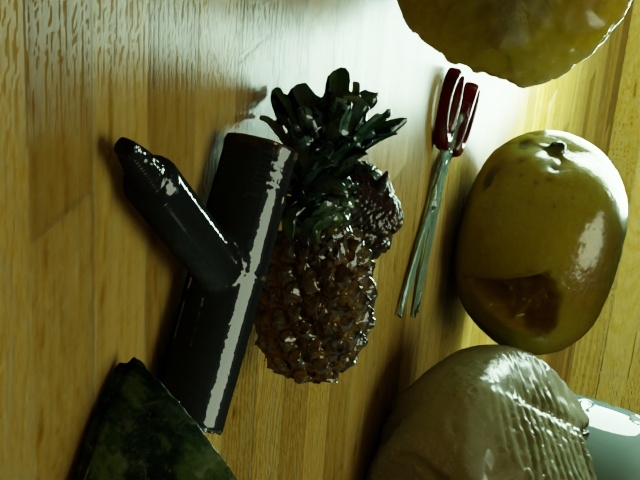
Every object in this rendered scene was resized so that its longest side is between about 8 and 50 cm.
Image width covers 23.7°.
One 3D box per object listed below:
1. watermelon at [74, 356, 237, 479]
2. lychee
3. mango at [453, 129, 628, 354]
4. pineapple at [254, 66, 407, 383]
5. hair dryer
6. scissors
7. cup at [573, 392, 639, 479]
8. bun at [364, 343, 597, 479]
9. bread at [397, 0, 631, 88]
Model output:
[{"bbox_3d":[-0.106,0.171,0.836,0.202,0.136,0.207,-18,-95,65],"label":"watermelon"},{"bbox_3d":[0.028,-0.021,1.111,0.083,0.068,0.067,-57,179,26],"label":"lychee"},{"bbox_3d":[0.258,0.019,1.756,0.365,0.182,0.253,65,39,-65],"label":"mango"},{"bbox_3d":[0.001,0.000,0.997,0.103,0.083,0.221,-31,134,-49],"label":"pineapple"},{"bbox_3d":[-0.077,0.012,0.815,0.195,0.050,0.173,30,71,-70],"label":"hair dryer"},{"bbox_3d":[0.115,-0.043,1.513,0.144,0.017,0.247,9,95,-75],"label":"scissors"},{"bbox_3d":[0.255,0.311,1.808,0.356,0.274,0.259,56,49,-68],"label":"cup"},{"bbox_3d":[0.156,0.248,1.523,0.205,0.281,0.281,-36,-179,23],"label":"bun"},{"bbox_3d":[0.159,-0.226,1.229,0.170,0.197,0.197,-60,160,-76],"label":"bread"}]
